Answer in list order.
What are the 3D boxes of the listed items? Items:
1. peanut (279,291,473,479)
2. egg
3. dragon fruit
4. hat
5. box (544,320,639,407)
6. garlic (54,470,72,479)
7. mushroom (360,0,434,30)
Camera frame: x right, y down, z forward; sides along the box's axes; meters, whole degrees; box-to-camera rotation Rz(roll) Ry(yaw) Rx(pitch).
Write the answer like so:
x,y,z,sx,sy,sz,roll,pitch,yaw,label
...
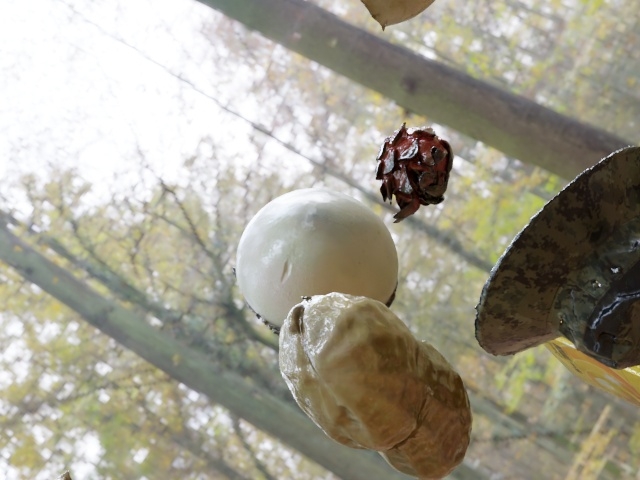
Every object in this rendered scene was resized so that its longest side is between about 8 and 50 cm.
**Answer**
x,y,z,sx,sy,sz,roll,pitch,yaw,label
0.069,0.161,1.168,0.149,0.149,0.313,-58,-40,-8,peanut
0.004,0.003,1.732,0.286,0.264,0.174,-53,-18,-42,egg
0.135,-0.107,1.609,0.121,0.142,0.130,-24,-34,14,dragon fruit
0.273,0.044,1.020,0.265,0.128,0.265,-30,-38,-27,hat
0.394,0.171,1.417,0.152,0.269,0.043,44,-102,-35,box
-0.268,0.354,1.391,0.128,0.198,0.090,35,-102,-26,garlic
0.120,-0.482,1.743,0.195,0.189,0.253,-94,-20,-54,mushroom
